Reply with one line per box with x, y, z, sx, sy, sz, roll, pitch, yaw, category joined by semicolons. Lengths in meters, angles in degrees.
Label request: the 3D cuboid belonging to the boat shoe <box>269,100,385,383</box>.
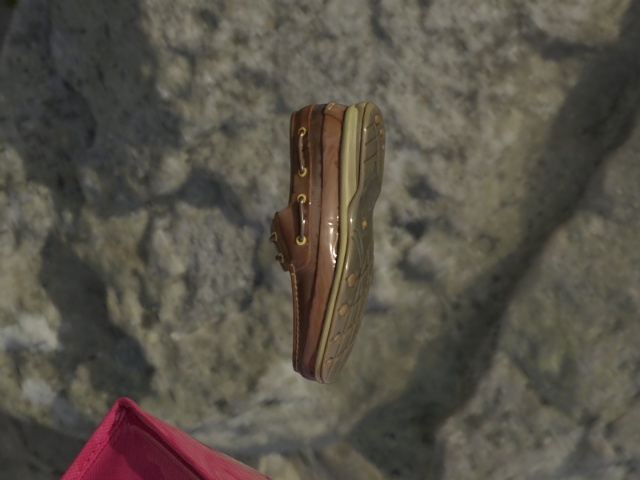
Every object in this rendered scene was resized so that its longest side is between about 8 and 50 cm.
0.000;0.000;0.804;0.060;0.178;0.064;6;176;17;boat shoe

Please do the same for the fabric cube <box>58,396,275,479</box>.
-0.021;0.275;0.612;0.254;0.259;0.258;-54;134;-4;fabric cube
